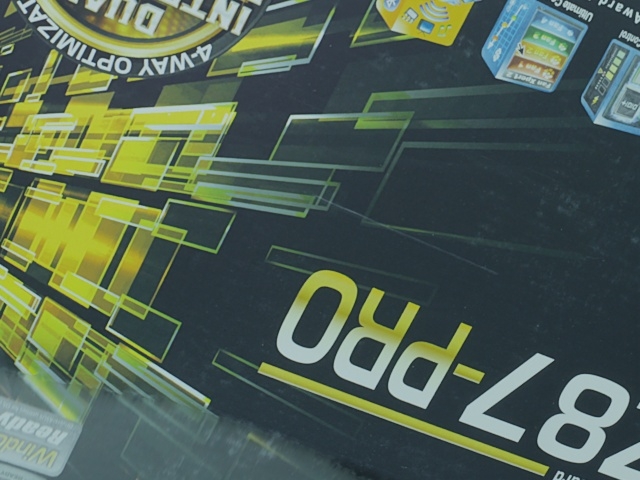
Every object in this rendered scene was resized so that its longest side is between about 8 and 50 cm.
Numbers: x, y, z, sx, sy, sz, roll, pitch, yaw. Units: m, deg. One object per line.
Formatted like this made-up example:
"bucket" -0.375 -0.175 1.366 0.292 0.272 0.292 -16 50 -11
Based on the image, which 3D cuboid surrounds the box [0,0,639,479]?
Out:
"box" 0.000 0.000 0.644 0.395 0.097 0.318 23 108 -19
